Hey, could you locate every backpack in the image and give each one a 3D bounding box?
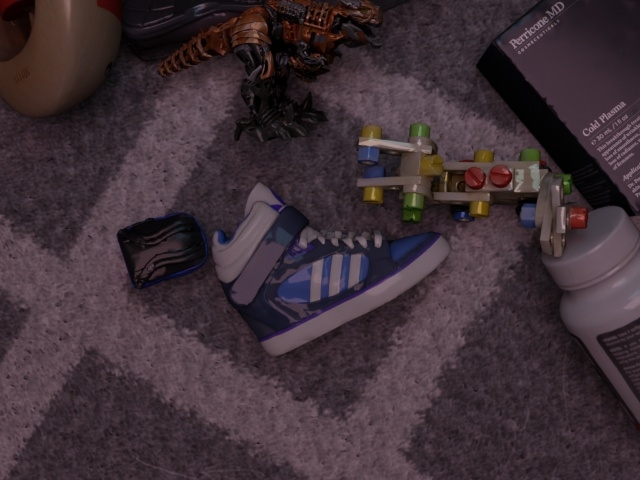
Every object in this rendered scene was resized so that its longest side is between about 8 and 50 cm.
[{"bbox_3d":[-0.227,0.009,1.501,0.120,0.101,0.098,-20,90,-3],"label":"backpack"}]

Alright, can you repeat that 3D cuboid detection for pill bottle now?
[{"bbox_3d":[0.444,0.115,1.412,0.176,0.176,0.318,-37,104,0],"label":"pill bottle"}]

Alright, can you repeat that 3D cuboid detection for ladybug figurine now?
[{"bbox_3d":[-0.403,-0.395,1.451,0.305,0.162,0.449,-19,86,45],"label":"ladybug figurine"}]

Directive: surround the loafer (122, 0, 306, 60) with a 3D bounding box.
[{"bbox_3d":[-0.150,-0.344,1.527,0.303,0.095,0.109,-14,58,-3],"label":"loafer"}]

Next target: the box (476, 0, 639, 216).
[{"bbox_3d":[0.458,-0.255,1.454,0.343,0.179,0.312,-39,89,0],"label":"box"}]

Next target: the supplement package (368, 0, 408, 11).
[{"bbox_3d":[0.092,-0.452,1.454,0.149,0.203,0.194,-23,89,1],"label":"supplement package"}]

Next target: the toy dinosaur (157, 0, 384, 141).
[{"bbox_3d":[-0.067,-0.262,1.460,0.322,0.164,0.218,2,109,35],"label":"toy dinosaur"}]

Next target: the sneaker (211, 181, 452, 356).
[{"bbox_3d":[0.000,0.000,1.481,0.323,0.130,0.236,-29,92,6],"label":"sneaker"}]

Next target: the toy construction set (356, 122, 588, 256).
[{"bbox_3d":[0.222,-0.078,1.422,0.328,0.215,0.151,17,85,24],"label":"toy construction set"}]
